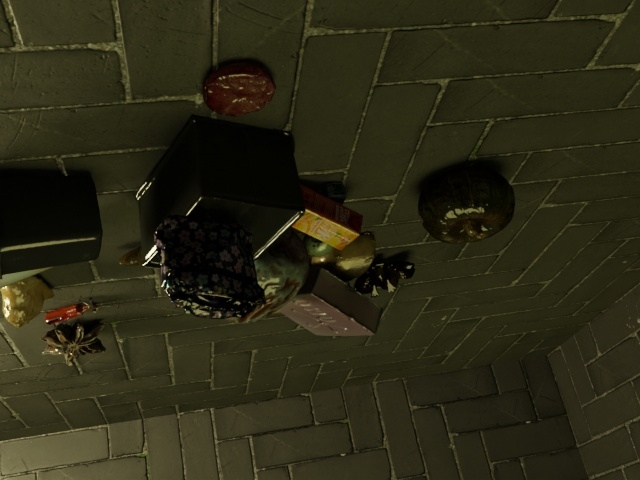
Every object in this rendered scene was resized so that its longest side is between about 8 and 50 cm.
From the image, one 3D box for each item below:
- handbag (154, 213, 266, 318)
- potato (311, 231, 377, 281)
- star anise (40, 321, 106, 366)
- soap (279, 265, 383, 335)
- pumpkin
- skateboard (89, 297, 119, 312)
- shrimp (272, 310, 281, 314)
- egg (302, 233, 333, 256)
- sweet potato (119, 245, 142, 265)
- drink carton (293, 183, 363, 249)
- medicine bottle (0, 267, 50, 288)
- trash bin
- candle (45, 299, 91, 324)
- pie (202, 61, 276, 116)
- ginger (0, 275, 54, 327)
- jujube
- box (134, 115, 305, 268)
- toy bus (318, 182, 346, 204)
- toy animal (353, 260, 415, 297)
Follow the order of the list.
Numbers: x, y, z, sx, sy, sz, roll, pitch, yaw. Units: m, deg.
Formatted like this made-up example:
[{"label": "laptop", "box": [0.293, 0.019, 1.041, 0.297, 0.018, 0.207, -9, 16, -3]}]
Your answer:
[{"label": "handbag", "box": [-0.223, 0.058, 1.501, 0.229, 0.207, 0.127, 11, 141, -32]}, {"label": "potato", "box": [0.058, 0.065, 2.254, 0.138, 0.098, 0.243, 6, 148, -30]}, {"label": "star anise", "box": [-0.807, 0.330, 2.426, 0.231, 0.089, 0.209, -36, 134, 30]}, {"label": "soap", "box": [-0.006, 0.190, 2.294, 0.296, 0.107, 0.286, 36, 153, -31]}, {"label": "pumpkin", "box": [0.397, -0.079, 1.993, 0.261, 0.189, 0.260, -11, 154, -6]}, {"label": "skateboard", "box": [-0.662, 0.192, 2.277, 0.083, 0.032, 0.063, -5, 144, -8]}, {"label": "shrimp", "box": [-0.183, 0.192, 2.469, 0.287, 0.068, 0.185, 11, 143, -22]}, {"label": "egg", "box": [0.000, 0.000, 2.100, 0.110, 0.085, 0.085, -32, 148, 32]}, {"label": "sweet potato", "box": [-0.381, 0.016, 1.955, 0.310, 0.098, 0.124, -25, 130, 30]}, {"label": "drink carton", "box": [-0.012, -0.064, 1.884, 0.223, 0.070, 0.096, 25, 142, -18]}, {"label": "medicine bottle", "box": [-0.769, 0.059, 1.866, 0.426, 0.108, 0.108, -20, 154, 14]}, {"label": "trash bin", "box": [-0.632, -0.037, 1.608, 0.291, 0.209, 0.182, -7, 153, -24]}, {"label": "candle", "box": [-0.769, 0.216, 2.269, 0.162, 0.048, 0.053, -18, -176, 15]}, {"label": "pie", "box": [-0.163, -0.297, 1.466, 0.155, 0.036, 0.154, -10, 155, -5]}, {"label": "ginger", "box": [-0.833, 0.159, 2.038, 0.115, 0.122, 0.193, 4, 152, 14]}, {"label": "jujube", "box": [-0.178, 0.104, 2.050, 0.247, 0.215, 0.308, -15, 158, -46]}, {"label": "box", "box": [-0.236, -0.086, 1.675, 0.251, 0.204, 0.345, 7, 148, -33]}, {"label": "toy bus", "box": [0.022, -0.095, 1.959, 0.065, 0.047, 0.166, -7, 155, -17]}, {"label": "toy animal", "box": [0.212, 0.110, 2.446, 0.219, 0.116, 0.179, -25, -179, 14]}]
